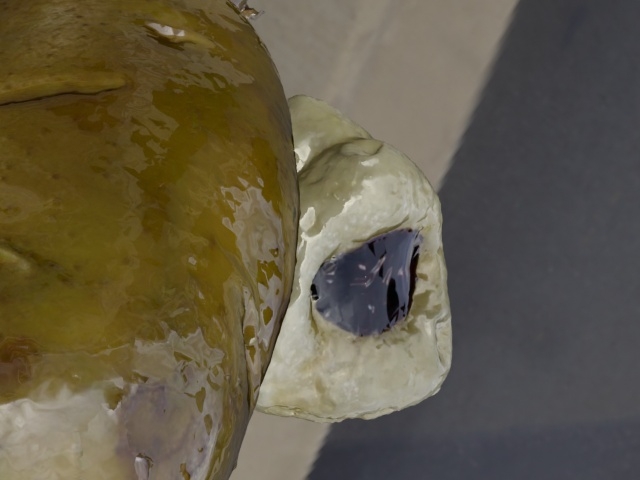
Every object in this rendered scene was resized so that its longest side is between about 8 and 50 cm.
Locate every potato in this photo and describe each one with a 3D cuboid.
[{"bbox_3d":[-0.111,0.000,0.590,0.195,0.369,0.176,-31,117,29],"label":"potato"}]

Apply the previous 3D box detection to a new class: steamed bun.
[{"bbox_3d":[0.000,0.000,0.864,0.141,0.172,0.155,-9,128,-29],"label":"steamed bun"}]

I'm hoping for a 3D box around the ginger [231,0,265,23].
[{"bbox_3d":[-0.131,-0.230,1.534,0.333,0.166,0.080,-43,-178,16],"label":"ginger"}]
